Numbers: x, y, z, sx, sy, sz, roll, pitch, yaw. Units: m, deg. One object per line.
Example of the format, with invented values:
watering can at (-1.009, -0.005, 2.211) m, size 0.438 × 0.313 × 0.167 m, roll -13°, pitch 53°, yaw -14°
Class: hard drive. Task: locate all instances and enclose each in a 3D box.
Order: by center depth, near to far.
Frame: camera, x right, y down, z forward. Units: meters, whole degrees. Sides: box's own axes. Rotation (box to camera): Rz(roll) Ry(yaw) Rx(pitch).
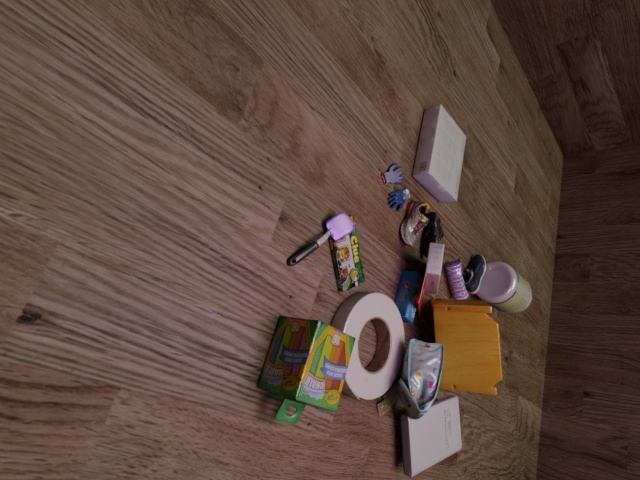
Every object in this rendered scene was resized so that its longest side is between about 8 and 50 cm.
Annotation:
hard drive at (0.471, 0.810, 1.720) m, size 0.353 × 0.047 × 0.232 m, roll 1°, pitch 84°, yaw -40°

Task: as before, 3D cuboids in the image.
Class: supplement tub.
supplement tub at (1.017, 0.268, 2.269) m, size 0.325 × 0.235 × 0.235 m, roll 28°, pitch 67°, yaw -41°

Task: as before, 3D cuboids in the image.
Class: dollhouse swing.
dollhouse swing at (0.616, 0.417, 1.746) m, size 0.305 × 0.315 × 0.346 m, roll -7°, pitch 93°, yaw -59°

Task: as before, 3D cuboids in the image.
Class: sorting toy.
sorting toy at (0.245, 0.639, 1.601) m, size 0.062 × 0.012 × 0.083 m, roll -18°, pitch 105°, yaw -28°

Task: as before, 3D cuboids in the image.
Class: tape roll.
tape roll at (0.178, 0.387, 1.519) m, size 0.392 × 0.072 × 0.391 m, roll 3°, pitch 85°, yaw -46°

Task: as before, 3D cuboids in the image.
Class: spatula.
spatula at (0.000, 0.000, 1.373) m, size 0.296 × 0.030 × 0.084 m, roll -36°, pitch 104°, yaw -34°

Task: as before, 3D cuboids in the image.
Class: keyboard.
keyboard at (0.337, 0.608, 1.706) m, size 0.256 × 0.014 × 0.072 m, roll -25°, pitch 105°, yaw -44°

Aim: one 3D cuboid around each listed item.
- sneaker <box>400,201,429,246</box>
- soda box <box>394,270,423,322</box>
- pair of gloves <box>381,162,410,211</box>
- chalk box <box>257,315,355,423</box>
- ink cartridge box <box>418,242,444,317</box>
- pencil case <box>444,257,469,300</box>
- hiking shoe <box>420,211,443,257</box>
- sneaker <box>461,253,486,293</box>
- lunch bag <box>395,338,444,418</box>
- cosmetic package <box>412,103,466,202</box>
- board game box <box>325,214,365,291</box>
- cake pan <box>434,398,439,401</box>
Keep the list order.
sneaker at (0.413, -0.077, 1.778) m, size 0.088 × 0.093 × 0.225 m, roll 34°, pitch 64°, yaw -39°
soda box at (0.368, 0.236, 1.724) m, size 0.067 × 0.071 × 0.210 m, roll 39°, pitch 60°, yaw -37°
pair of gloves at (0.325, -0.227, 1.752) m, size 0.159 × 0.023 × 0.198 m, roll -26°, pitch 105°, yaw -42°
chalk box at (-0.048, 0.392, 1.209) m, size 0.180 × 0.179 × 0.288 m, roll 34°, pitch 64°, yaw -39°
ink cartridge box at (0.473, 0.182, 1.747) m, size 0.296 × 0.066 × 0.261 m, roll 59°, pitch 43°, yaw -64°
pencil case at (0.682, 0.199, 2.036) m, size 0.088 × 0.086 × 0.206 m, roll -21°, pitch 106°, yaw -9°
hiking shoe at (0.535, -0.015, 1.904) m, size 0.114 × 0.086 × 0.226 m, roll 25°, pitch 68°, yaw -38°
sneaker at (0.806, 0.150, 2.168) m, size 0.163 × 0.086 × 0.226 m, roll 38°, pitch 62°, yaw -40°
lunch bag at (0.380, 0.544, 1.577) m, size 0.223 × 0.160 × 0.262 m, roll 86°, pitch 16°, yaw -59°
cosmetic package at (0.582, -0.412, 1.975) m, size 0.284 × 0.097 × 0.377 m, roll 29°, pitch 67°, yaw -39°
board game box at (0.093, 0.045, 1.489) m, size 0.136 × 0.030 × 0.259 m, roll -19°, pitch 101°, yaw -47°
cake pan at (0.485, 0.835, 1.811) m, size 0.293 × 0.054 × 0.293 m, roll 4°, pitch 85°, yaw -45°
